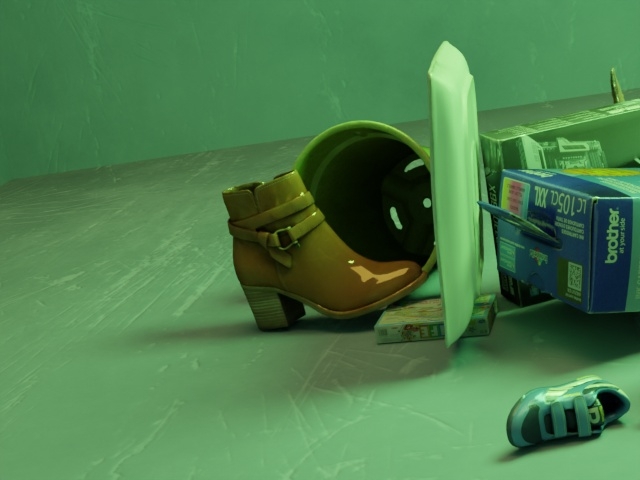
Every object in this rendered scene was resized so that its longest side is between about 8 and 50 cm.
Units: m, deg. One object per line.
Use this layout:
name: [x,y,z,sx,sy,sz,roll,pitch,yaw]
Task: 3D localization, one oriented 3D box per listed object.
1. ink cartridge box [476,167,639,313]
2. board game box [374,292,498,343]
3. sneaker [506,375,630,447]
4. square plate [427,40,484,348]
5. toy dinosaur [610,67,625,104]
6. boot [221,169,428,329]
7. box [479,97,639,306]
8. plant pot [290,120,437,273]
ink cartridge box: [0.400,-0.008,1.616,0.396,0.151,0.270,-3,11,-16]
board game box: [0.160,0.106,1.735,0.154,0.026,0.103,-6,14,17]
sneaker: [0.256,0.177,1.310,0.144,0.053,0.059,-18,17,-26]
square plate: [0.182,-0.075,1.668,0.049,0.344,0.347,-3,15,10]
toy dinosaur: [0.445,-0.118,2.052,0.127,0.295,0.200,30,34,22]
boot: [0.000,0.000,1.824,0.284,0.220,0.109,-10,11,28]
box: [0.392,-0.062,1.795,0.308,0.242,0.076,-13,15,-13]
plant pot: [0.122,-0.050,1.996,0.276,0.276,0.254,-3,3,30]
